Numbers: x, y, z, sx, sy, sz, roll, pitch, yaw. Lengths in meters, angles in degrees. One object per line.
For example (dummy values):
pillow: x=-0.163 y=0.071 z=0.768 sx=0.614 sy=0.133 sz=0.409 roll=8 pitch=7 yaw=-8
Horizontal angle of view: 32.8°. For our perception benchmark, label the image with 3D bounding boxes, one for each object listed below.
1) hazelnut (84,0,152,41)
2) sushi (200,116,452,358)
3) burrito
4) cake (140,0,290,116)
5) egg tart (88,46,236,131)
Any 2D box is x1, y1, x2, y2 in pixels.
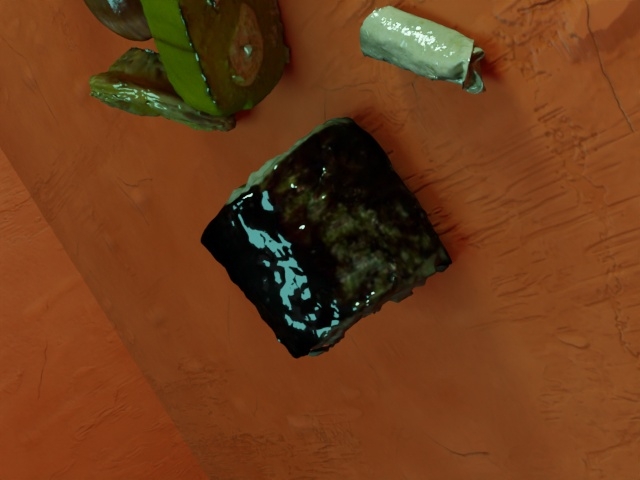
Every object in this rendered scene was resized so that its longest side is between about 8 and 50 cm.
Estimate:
hazelnut: x=-0.291 y=-0.433 z=1.767 sx=0.176 sy=0.214 sz=0.214 roll=37 pitch=147 yaw=47
sushi: x=0.001 y=0.002 z=1.668 sx=0.294 sy=0.299 sz=0.281 roll=55 pitch=169 yaw=0
burrito: x=0.135 y=-0.251 z=1.427 sx=0.226 sy=0.060 sz=0.087 roll=32 pitch=149 yaw=42
cake: x=-0.158 y=-0.331 z=1.706 sx=0.156 sy=0.179 sz=0.261 roll=27 pitch=144 yaw=46
egg tart: x=-0.275 y=-0.269 z=1.951 sx=0.288 sy=0.288 sz=0.118 roll=21 pitch=94 yaw=49
